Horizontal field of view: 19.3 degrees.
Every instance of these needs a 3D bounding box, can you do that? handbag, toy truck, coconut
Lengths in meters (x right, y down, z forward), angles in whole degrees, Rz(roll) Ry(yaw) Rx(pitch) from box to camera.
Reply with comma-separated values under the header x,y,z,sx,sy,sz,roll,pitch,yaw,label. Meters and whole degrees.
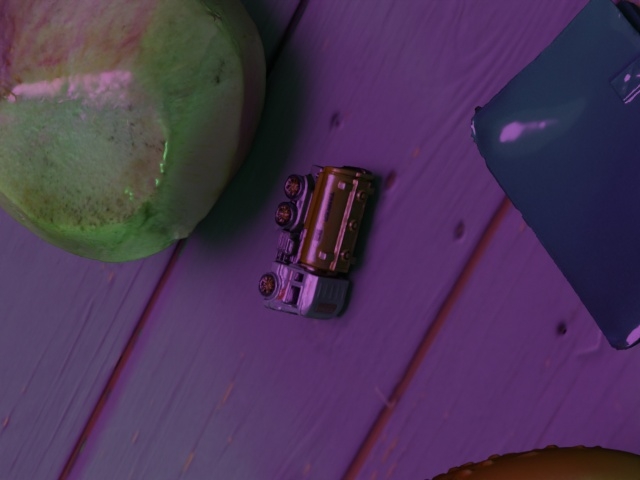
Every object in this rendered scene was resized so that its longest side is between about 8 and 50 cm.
x,y,z,sx,sy,sz,roll,pitch,yaw,label
0.202,-0.044,1.228,0.144,0.057,0.221,-47,51,23,handbag
0.000,0.000,1.436,0.063,0.052,0.123,18,96,41,toy truck
-0.163,-0.115,1.517,0.259,0.259,0.259,-10,77,46,coconut

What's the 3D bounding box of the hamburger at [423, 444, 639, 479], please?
x,y,z,sx,sy,sz,roll,pitch,yaw,label
0.121,0.233,1.104,0.274,0.274,0.212,-38,62,37,hamburger
